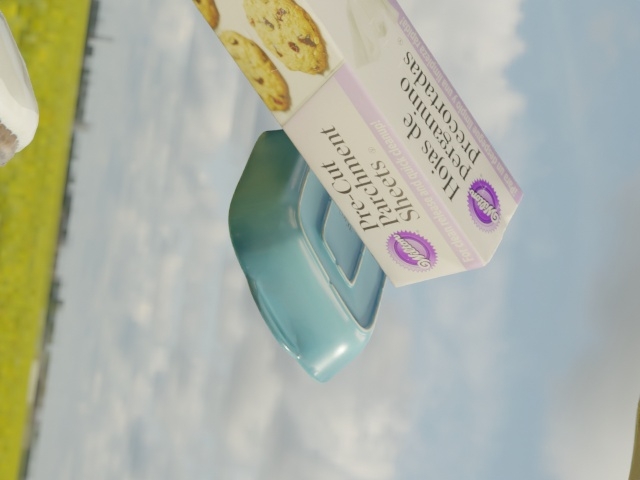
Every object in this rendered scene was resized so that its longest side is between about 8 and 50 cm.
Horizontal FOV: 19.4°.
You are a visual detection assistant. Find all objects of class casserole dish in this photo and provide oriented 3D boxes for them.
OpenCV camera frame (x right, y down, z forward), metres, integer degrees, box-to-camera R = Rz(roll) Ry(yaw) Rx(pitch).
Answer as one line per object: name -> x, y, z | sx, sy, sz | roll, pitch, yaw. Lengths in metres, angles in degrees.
casserole dish -> 0.000, 0.000, 1.033 | 0.114, 0.037, 0.188 | 60, 18, -17

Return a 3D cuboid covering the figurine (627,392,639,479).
figurine -> 0.128, 0.098, 0.666 | 0.209, 0.092, 0.215 | -53, 166, -14

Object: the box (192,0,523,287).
box -> -0.011, -0.118, 0.938 | 0.067, 0.324, 0.063 | -13, -148, 40

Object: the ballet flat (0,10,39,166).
ballet flat -> -0.236, -0.136, 0.445 | 0.139, 0.400, 0.139 | -44, -146, 42
